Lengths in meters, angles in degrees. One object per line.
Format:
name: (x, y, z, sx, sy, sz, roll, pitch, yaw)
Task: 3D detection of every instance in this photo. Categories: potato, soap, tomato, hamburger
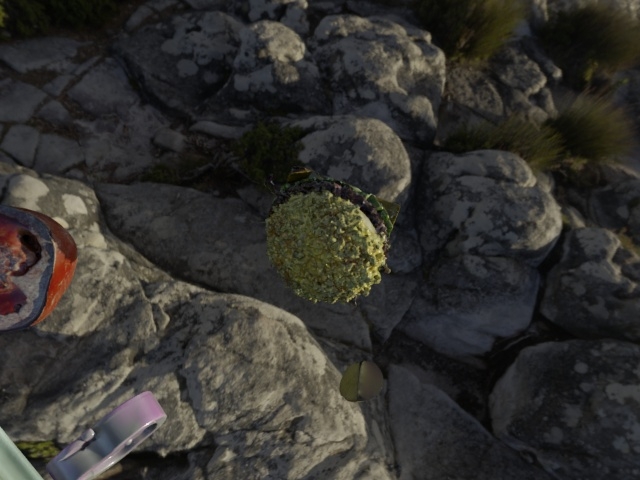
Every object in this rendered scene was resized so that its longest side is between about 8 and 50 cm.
potato: (0.097, 0.347, 0.988, 0.067, 0.103, 0.096, 22, 65, -18)
soap: (-0.703, 0.548, 0.887, 0.265, 0.160, 0.087, 51, 20, 0)
tomato: (-0.534, 0.044, 0.720, 0.181, 0.155, 0.213, 24, 90, -8)
hamburger: (0.000, 0.000, 0.710, 0.262, 0.243, 0.138, 22, 33, 8)

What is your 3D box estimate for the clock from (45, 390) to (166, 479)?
clock: (-0.647, 0.619, 1.268, 0.339, 0.338, 0.102, -33, 76, -35)
